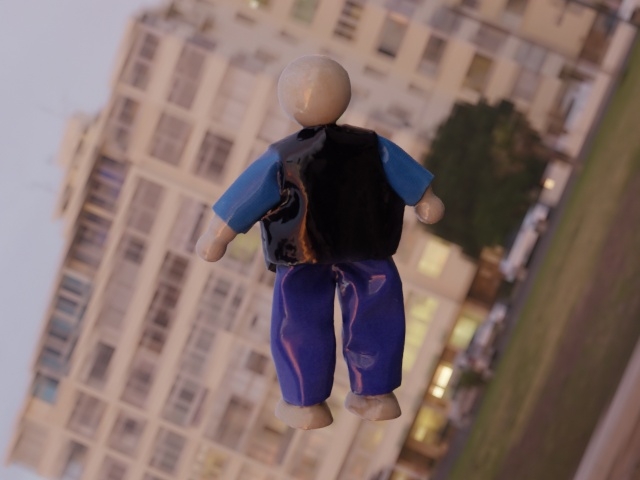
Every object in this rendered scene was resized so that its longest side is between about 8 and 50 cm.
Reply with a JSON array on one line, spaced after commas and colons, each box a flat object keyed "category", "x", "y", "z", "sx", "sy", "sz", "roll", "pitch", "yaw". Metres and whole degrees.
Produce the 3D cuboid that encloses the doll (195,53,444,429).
[{"category": "doll", "x": 0.000, "y": 0.000, "z": 0.880, "sx": 0.046, "sy": 0.129, "sz": 0.189, "roll": -132, "pitch": 38, "yaw": -73}]
